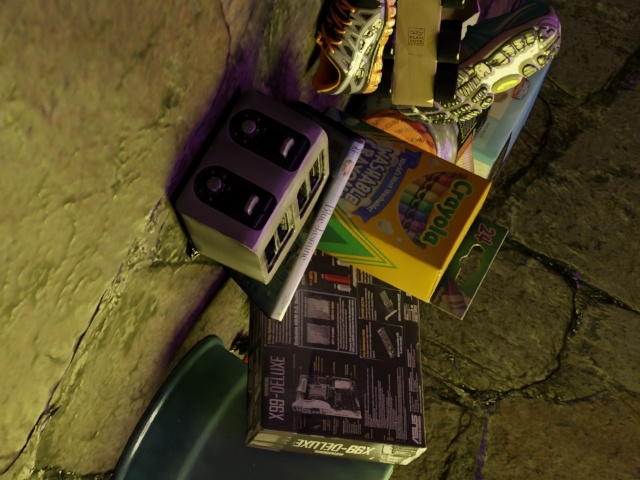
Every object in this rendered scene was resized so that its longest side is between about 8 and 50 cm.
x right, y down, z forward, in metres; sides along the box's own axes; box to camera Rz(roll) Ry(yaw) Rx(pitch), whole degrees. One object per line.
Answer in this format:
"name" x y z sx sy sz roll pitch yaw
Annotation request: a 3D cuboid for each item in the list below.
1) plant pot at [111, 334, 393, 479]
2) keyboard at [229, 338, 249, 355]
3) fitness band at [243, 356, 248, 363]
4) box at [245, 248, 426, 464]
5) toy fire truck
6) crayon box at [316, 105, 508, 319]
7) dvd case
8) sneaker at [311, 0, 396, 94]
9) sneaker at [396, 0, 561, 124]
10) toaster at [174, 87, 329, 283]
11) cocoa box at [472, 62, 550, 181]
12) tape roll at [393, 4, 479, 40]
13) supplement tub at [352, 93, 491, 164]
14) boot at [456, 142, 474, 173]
"plant pot" -0.093 0.365 1.587 0.341 0.334 0.341 -60 169 -20
"keyboard" -0.051 0.152 1.858 0.201 0.033 0.317 -26 174 2
"fitness band" -0.140 0.310 2.029 0.291 0.054 0.209 -68 169 20
"box" 0.021 0.151 1.529 0.076 0.242 0.307 126 -32 -56
"toy fire truck" 0.161 -0.330 1.491 0.246 0.158 0.217 -78 171 -51
"crayon box" 0.105 -0.047 1.554 0.203 0.323 0.083 -56 168 -39
"dvd case" -0.040 -0.043 1.380 0.253 0.022 0.180 -65 -149 9
"sneaker" 0.037 -0.266 1.357 0.083 0.084 0.215 -17 138 -21
"sneaker" 0.233 -0.265 1.610 0.275 0.107 0.110 -27 -138 24
"toaster" -0.076 -0.053 1.225 0.168 0.110 0.185 -60 170 -16
"cocoa box" 0.330 -0.274 2.407 0.347 0.231 0.228 -57 168 -31
"tape roll" 0.161 -0.334 1.678 0.219 0.072 0.219 -43 155 -25
"supplement tub" 0.168 -0.203 1.862 0.316 0.193 0.193 -50 163 -54
"boot" 0.193 -0.241 2.139 0.109 0.283 0.220 -19 106 -22
